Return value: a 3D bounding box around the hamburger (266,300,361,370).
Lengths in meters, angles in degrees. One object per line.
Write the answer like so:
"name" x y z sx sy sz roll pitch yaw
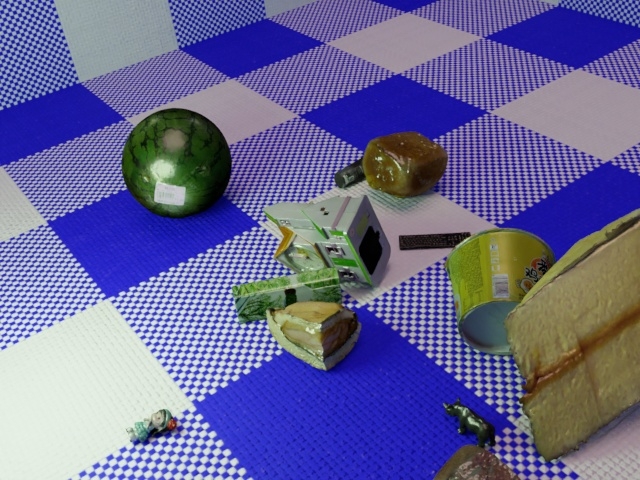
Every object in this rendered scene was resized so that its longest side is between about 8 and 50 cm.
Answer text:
"hamburger" -0.021 0.217 1.751 0.208 0.135 0.155 5 20 39

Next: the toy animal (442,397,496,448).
"toy animal" 0.308 0.375 1.512 0.047 0.065 0.136 -26 40 -25

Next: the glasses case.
"glasses case" -0.084 0.143 1.861 0.272 0.095 0.062 -11 41 -5

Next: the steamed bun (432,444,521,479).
"steamed bun" 0.298 0.471 1.351 0.145 0.106 0.175 -33 46 -31

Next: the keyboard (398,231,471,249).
"keyboard" 0.325 0.000 2.051 0.205 0.013 0.061 -3 37 5

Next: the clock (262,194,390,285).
"clock" 0.000 -0.001 1.938 0.310 0.235 0.166 6 53 32

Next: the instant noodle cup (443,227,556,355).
"instant noodle cup" 0.425 0.129 1.683 0.265 0.264 0.200 0 46 9

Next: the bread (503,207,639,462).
"bread" 0.568 0.188 1.475 0.405 0.345 0.242 -28 -4 -36

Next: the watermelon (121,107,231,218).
"watermelon" -0.440 -0.241 2.240 0.364 0.363 0.363 -4 37 3

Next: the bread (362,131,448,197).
"bread" 0.262 -0.225 2.235 0.246 0.176 0.195 -19 47 -40

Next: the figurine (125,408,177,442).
"figurine" -0.372 0.410 1.591 0.106 0.047 0.060 -22 30 -16

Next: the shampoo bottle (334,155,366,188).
"shampoo bottle" 0.141 -0.233 2.356 0.208 0.057 0.063 -29 42 -26
